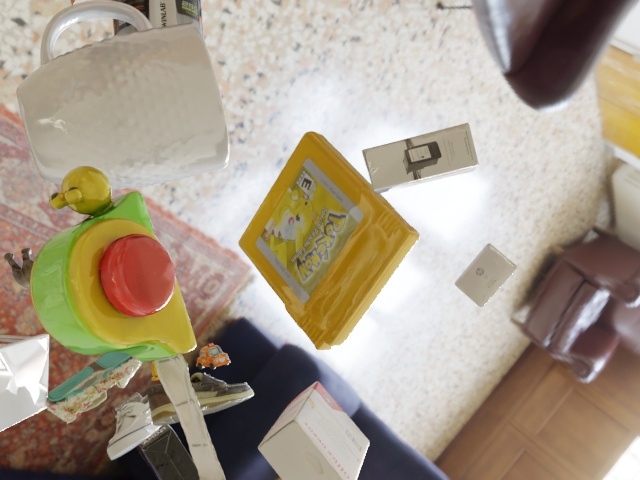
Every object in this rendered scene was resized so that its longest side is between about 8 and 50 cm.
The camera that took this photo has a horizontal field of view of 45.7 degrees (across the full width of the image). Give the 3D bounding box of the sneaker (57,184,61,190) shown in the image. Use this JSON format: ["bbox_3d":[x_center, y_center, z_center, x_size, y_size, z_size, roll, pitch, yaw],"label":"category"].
[{"bbox_3d":[-0.515,-0.255,1.731,0.293,0.102,0.146,-56,144,-30],"label":"sneaker"}]

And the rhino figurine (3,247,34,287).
[{"bbox_3d":[-0.736,0.106,2.042,0.073,0.106,0.243,-39,149,3],"label":"rhino figurine"}]

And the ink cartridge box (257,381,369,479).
[{"bbox_3d":[-0.009,0.517,1.921,0.131,0.226,0.306,-40,177,14],"label":"ink cartridge box"}]

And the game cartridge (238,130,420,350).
[{"bbox_3d":[0.000,0.000,1.396,0.052,0.324,0.285,11,120,-46],"label":"game cartridge"}]

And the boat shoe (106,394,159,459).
[{"bbox_3d":[-0.410,0.401,1.686,0.096,0.088,0.267,-36,178,14],"label":"boat shoe"}]

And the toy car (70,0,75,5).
[{"bbox_3d":[-0.418,-0.519,1.303,0.219,0.210,0.238,-1,152,-33],"label":"toy car"}]

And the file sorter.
[{"bbox_3d":[-0.803,0.337,1.838,0.277,0.173,0.193,-9,101,-82],"label":"file sorter"}]

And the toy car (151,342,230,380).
[{"bbox_3d":[-0.212,0.196,1.235,0.122,0.060,0.041,-10,92,-29],"label":"toy car"}]

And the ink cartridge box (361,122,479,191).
[{"bbox_3d":[0.140,-0.113,1.078,0.150,0.063,0.109,-14,179,8],"label":"ink cartridge box"}]

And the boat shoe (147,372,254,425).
[{"bbox_3d":[-0.208,0.268,1.339,0.080,0.073,0.223,-32,161,35],"label":"boat shoe"}]

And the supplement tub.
[{"bbox_3d":[-0.383,-0.576,1.771,0.207,0.207,0.338,8,73,-56],"label":"supplement tub"}]

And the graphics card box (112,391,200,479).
[{"bbox_3d":[-0.418,0.555,1.996,0.094,0.371,0.233,-33,108,-22],"label":"graphics card box"}]

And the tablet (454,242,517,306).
[{"bbox_3d":[0.236,0.050,1.091,0.083,0.054,0.006,-54,165,24],"label":"tablet"}]

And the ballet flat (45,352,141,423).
[{"bbox_3d":[-0.443,0.283,1.549,0.241,0.091,0.077,-33,121,-25],"label":"ballet flat"}]

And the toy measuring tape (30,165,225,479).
[{"bbox_3d":[-0.166,0.098,0.648,0.121,0.121,0.330,-20,95,-42],"label":"toy measuring tape"}]

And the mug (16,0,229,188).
[{"bbox_3d":[-0.377,-0.274,1.395,0.328,0.374,0.276,-15,167,-15],"label":"mug"}]
